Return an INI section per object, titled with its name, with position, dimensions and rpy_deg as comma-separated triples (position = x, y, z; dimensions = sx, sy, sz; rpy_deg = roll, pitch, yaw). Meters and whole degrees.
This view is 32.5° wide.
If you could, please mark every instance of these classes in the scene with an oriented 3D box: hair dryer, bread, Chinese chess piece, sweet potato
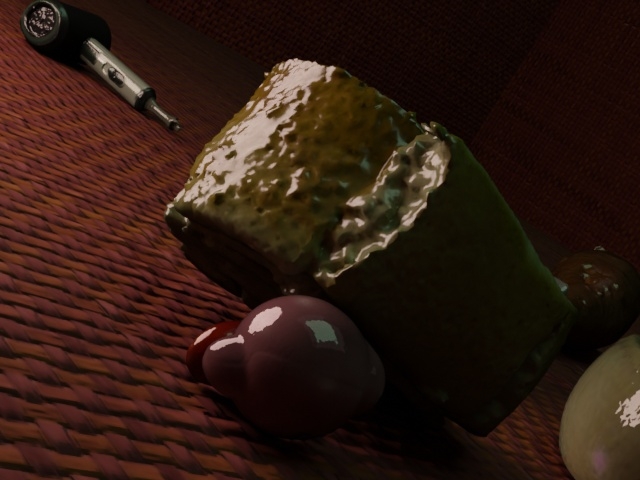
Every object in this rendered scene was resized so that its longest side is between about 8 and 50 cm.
[hair dryer]
position = -0.218, -0.178, 1.147
dimensions = 0.198, 0.057, 0.100
rpy_deg = 40, 13, 13
[bread]
position = 0.041, 0.021, 0.624
dimensions = 0.257, 0.124, 0.186
rpy_deg = 42, -10, -29
[Chinese chess piece]
position = 0.291, 0.172, 0.782
dimensions = 0.250, 0.101, 0.250
rpy_deg = 30, 11, -7
[sweet potato]
position = 0.329, 0.073, 1.343
dimensions = 0.131, 0.131, 0.337
rpy_deg = 34, 10, 16

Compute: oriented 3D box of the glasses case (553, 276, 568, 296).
[glasses case]
position = 0.093, 0.001, 1.107
dimensions = 0.308, 0.083, 0.128
rpy_deg = 29, 4, -14

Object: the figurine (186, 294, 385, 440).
[figurine]
position = -0.014, 0.058, 0.509
dimensions = 0.083, 0.067, 0.071
rpy_deg = 8, 0, -30
